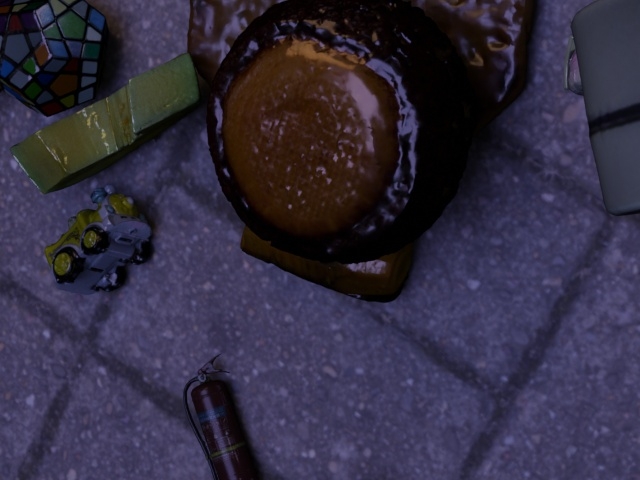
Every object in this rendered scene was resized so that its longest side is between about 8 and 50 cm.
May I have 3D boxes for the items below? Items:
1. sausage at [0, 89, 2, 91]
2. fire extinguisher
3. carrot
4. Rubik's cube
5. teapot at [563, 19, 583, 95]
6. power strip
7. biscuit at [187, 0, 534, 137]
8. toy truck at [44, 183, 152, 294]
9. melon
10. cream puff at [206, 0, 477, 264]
[{"bbox_3d":[-0.370,-0.205,1.907,0.145,0.048,0.050,38,148,20],"label":"sausage"},{"bbox_3d":[-0.096,0.179,1.814,0.056,0.039,0.132,-21,85,17],"label":"fire extinguisher"},{"bbox_3d":[0.000,0.000,1.726,0.173,0.082,0.082,18,102,20],"label":"carrot"},{"bbox_3d":[-0.264,-0.185,1.819,0.133,0.133,0.112,34,80,20],"label":"Rubik's cube"},{"bbox_3d":[0.235,-0.158,1.614,0.083,0.064,0.064,-14,79,57],"label":"teapot"},{"bbox_3d":[0.363,-0.122,1.385,0.357,0.357,0.161,-11,88,26],"label":"power strip"},{"bbox_3d":[0.035,-0.220,1.708,0.359,0.046,0.359,2,95,26],"label":"biscuit"},{"bbox_3d":[-0.218,-0.004,1.842,0.111,0.076,0.077,-44,56,22],"label":"toy truck"},{"bbox_3d":[-0.191,-0.113,1.789,0.209,0.118,0.064,-26,88,45],"label":"melon"},{"bbox_3d":[0.023,-0.099,1.610,0.239,0.165,0.239,5,101,26],"label":"cream puff"}]
